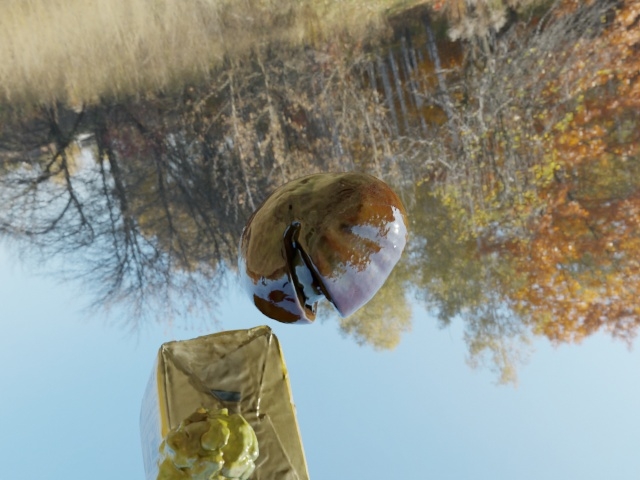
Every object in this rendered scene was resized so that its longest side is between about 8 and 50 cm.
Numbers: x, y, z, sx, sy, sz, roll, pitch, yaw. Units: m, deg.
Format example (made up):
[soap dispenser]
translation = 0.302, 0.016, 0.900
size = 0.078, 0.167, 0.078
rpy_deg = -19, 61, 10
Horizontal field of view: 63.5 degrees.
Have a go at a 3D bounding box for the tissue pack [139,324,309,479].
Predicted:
[tissue pack]
translation = -0.194, 0.354, 0.936
size = 0.228, 0.294, 0.382
rpy_deg = -4, 154, -24

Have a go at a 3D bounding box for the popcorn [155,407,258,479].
[popcorn]
translation = -0.135, 0.250, 0.619
size = 0.120, 0.116, 0.106
rpy_deg = -40, -144, 21

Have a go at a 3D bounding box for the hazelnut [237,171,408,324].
[hazelnut]
translation = 0.000, 0.000, 0.726
size = 0.251, 0.217, 0.217
rpy_deg = -25, -163, 1
